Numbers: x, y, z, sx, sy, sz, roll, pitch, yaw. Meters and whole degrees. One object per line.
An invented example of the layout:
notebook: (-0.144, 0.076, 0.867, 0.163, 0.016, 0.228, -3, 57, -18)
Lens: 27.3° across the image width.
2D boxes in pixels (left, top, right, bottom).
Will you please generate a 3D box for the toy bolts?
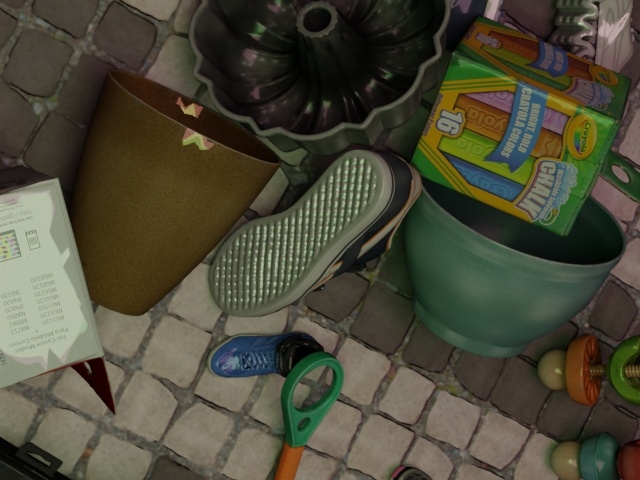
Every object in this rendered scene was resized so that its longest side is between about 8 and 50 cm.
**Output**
toy bolts: (0.419, 0.253, 1.937, 0.218, 0.158, 0.228, 6, 81, -60)

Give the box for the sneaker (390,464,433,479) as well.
sneaker: (0.163, 0.388, 1.860, 0.063, 0.075, 0.170, -37, 106, -13)

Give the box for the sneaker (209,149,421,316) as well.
sneaker: (0.000, 0.000, 1.694, 0.127, 0.321, 0.126, 0, 61, -53)

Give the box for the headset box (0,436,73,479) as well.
headset box: (-0.402, 0.375, 1.568, 0.246, 0.131, 0.283, 26, 85, 16)

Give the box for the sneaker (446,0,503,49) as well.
sneaker: (0.189, -0.418, 1.772, 0.131, 0.112, 0.319, 9, 91, -23)

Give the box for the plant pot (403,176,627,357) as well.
plant pot: (0.233, 0.031, 1.764, 0.293, 0.293, 0.196, 9, 119, -20)

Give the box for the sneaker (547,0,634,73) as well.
sneaker: (0.397, -0.320, 1.868, 0.118, 0.110, 0.292, 11, 100, -28)

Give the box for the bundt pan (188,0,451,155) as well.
bundt pan: (0.008, -0.246, 1.653, 0.331, 0.124, 0.330, -5, 66, 12)

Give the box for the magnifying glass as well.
magnifying glass: (-0.027, 0.252, 1.763, 0.092, 0.026, 0.231, -3, 121, -40)

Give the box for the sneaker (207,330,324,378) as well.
sneaker: (-0.069, 0.155, 1.749, 0.152, 0.084, 0.058, -6, 97, -19)

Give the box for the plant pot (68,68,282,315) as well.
plant pot: (-0.211, -0.045, 1.625, 0.237, 0.237, 0.254, 26, 102, -20)

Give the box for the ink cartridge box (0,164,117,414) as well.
ink cartridge box: (-0.350, 0.063, 1.519, 0.130, 0.309, 0.271, -16, 100, -17)

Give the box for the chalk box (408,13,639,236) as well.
chalk box: (0.288, -0.138, 1.700, 0.289, 0.180, 0.179, 23, 119, 5)
